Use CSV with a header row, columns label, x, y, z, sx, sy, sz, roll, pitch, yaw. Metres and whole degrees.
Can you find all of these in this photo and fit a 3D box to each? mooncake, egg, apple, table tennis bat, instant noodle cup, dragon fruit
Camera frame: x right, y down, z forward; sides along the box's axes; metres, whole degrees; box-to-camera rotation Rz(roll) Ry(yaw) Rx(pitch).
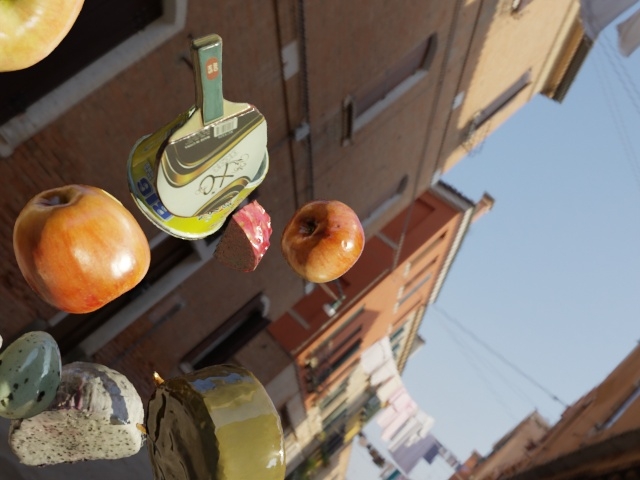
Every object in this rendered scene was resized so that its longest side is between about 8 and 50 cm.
label,x,y,z,sx,sy,sz,roll,pitch,yaw
mooncake,-0.198,0.368,1.272,0.284,0.156,0.284,14,-72,49
egg,-0.539,0.243,1.299,0.131,0.164,0.131,14,-12,3
apple,-0.481,0.009,1.436,0.242,0.242,0.241,26,-35,57
table tennis bat,-0.141,-0.138,0.924,0.022,0.173,0.301,49,-28,25
instant noodle cup,-0.193,-0.125,1.160,0.153,0.205,0.205,-34,-83,40
apple,0.000,0.000,1.740,0.209,0.209,0.164,40,2,34
dragon fruit,-0.219,-0.002,2.102,0.261,0.163,0.189,-48,-119,54
dragon fruit,-0.550,0.370,1.632,0.221,0.283,0.203,-97,-174,-56
apple,-0.657,-0.512,1.363,0.346,0.391,0.391,37,-19,51

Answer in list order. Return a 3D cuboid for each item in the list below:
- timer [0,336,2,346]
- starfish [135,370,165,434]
label,x,y,z,sx,sy,sz,roll,pitch,yaw
timer,-0.766,0.213,1.527,0.136,0.136,0.099,56,-10,-22
starfish,-0.266,0.382,1.528,0.248,0.138,0.050,16,-25,5
